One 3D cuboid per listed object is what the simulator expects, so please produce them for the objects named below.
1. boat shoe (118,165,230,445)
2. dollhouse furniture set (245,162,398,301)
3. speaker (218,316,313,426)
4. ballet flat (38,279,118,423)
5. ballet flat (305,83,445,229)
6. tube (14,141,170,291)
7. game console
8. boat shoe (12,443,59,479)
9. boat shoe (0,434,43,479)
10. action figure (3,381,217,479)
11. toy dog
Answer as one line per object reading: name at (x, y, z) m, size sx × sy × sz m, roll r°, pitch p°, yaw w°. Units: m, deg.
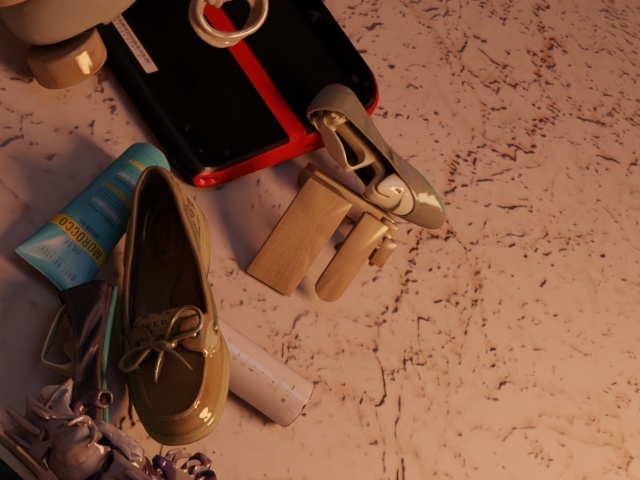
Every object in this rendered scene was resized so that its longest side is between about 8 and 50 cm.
boat shoe at (-0.152, 0.061, 1.537) m, size 0.104 × 0.089 × 0.285 m, roll -14°, pitch 55°, yaw 4°
dollhouse furniture set at (0.000, 0.000, 1.797) m, size 0.144 × 0.123 × 0.151 m, roll 32°, pitch 8°, yaw -16°
speaker at (-0.076, 0.129, 1.606) m, size 0.136 × 0.055 × 0.055 m, roll 36°, pitch 42°, yaw -12°
ballet flat at (-0.225, 0.128, 1.478) m, size 0.074 × 0.074 × 0.203 m, roll 18°, pitch 54°, yaw -29°
ballet flat at (0.058, -0.083, 1.835) m, size 0.213 × 0.072 × 0.068 m, roll 51°, pitch 49°, yaw -9°
tube at (-0.224, -0.023, 1.614) m, size 0.080 × 0.052 × 0.207 m, roll 40°, pitch 46°, yaw -5°
game console at (-0.132, -0.256, 1.881) m, size 0.342 × 0.060 × 0.386 m, roll -24°, pitch 75°, yaw -42°
boat shoe at (-0.212, 0.247, 1.395) m, size 0.184 × 0.066 × 0.063 m, roll 41°, pitch 41°, yaw 8°
boat shoe at (-0.425, 0.131, 1.205) m, size 0.500 × 0.187 × 0.156 m, roll 40°, pitch 25°, yaw -16°
action figure at (-0.155, 0.197, 1.336) m, size 0.185 × 0.099 × 0.285 m, roll 41°, pitch -7°, yaw 30°
toy dog at (-0.228, -0.304, 1.708) m, size 0.333 × 0.220 × 0.161 m, roll -19°, pitch 35°, yaw -29°
